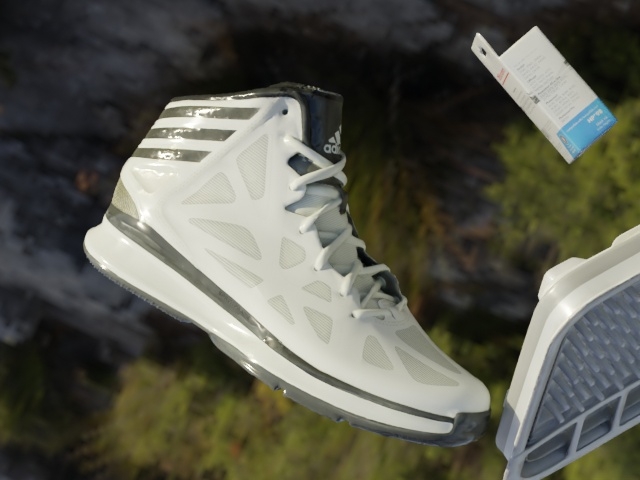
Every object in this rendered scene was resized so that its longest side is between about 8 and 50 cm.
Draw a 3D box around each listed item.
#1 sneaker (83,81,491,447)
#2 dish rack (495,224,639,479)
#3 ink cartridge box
[{"bbox_3d":[-0.001,0.000,1.870,0.447,0.257,0.169,30,-168,18],"label":"sneaker"},{"bbox_3d":[0.286,0.079,1.835,0.072,0.285,0.333,53,156,26],"label":"dish rack"},{"bbox_3d":[0.255,-0.180,2.252,0.180,0.060,0.104,50,177,4],"label":"ink cartridge box"}]
